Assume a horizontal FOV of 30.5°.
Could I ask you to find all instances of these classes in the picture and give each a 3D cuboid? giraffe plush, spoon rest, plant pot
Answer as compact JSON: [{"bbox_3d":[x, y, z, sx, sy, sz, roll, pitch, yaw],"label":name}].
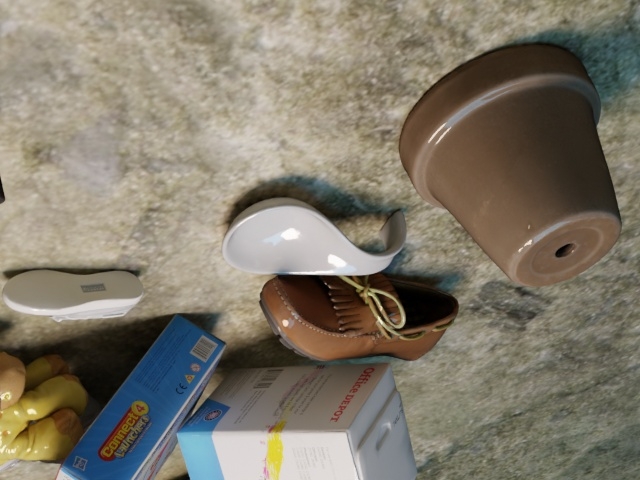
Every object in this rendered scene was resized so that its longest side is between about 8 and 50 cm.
[{"bbox_3d":[-0.425,0.203,1.517,0.210,0.181,0.170,-33,137,-15],"label":"giraffe plush"},{"bbox_3d":[0.000,0.000,1.542,0.276,0.084,0.137,1,140,-33],"label":"spoon rest"},{"bbox_3d":[0.260,-0.073,1.459,0.263,0.229,0.263,-17,147,-11],"label":"plant pot"}]

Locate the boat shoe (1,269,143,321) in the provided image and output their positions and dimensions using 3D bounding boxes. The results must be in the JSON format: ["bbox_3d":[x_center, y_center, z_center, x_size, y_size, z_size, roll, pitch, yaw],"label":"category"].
[{"bbox_3d":[-0.318,0.075,1.489,0.184,0.066,0.063,-7,144,-38],"label":"boat shoe"}]

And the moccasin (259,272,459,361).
[{"bbox_3d":[0.065,0.098,1.669,0.380,0.139,0.147,16,130,-44],"label":"moccasin"}]

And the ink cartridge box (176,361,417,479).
[{"bbox_3d":[-0.027,0.311,1.711,0.270,0.198,0.197,-5,110,25],"label":"ink cartridge box"}]

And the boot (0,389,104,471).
[{"bbox_3d":[-0.429,0.305,1.710,0.258,0.095,0.123,-27,140,6],"label":"boot"}]

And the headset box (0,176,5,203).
[{"bbox_3d":[-0.472,-0.099,1.096,0.218,0.110,0.293,-25,147,5],"label":"headset box"}]

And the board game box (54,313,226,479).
[{"bbox_3d":[-0.276,0.304,1.639,0.086,0.308,0.302,32,134,2],"label":"board game box"}]
